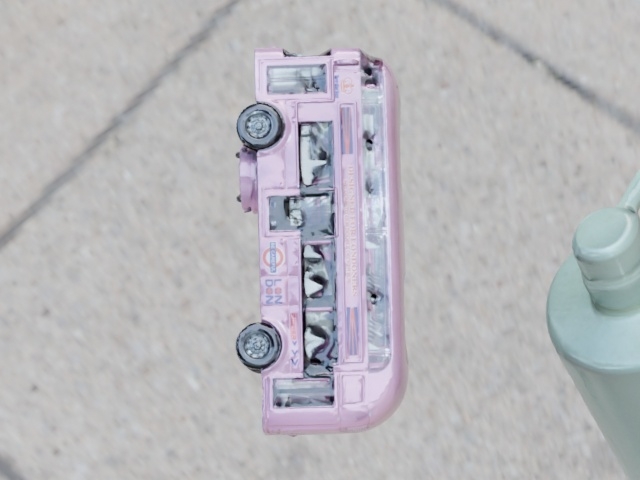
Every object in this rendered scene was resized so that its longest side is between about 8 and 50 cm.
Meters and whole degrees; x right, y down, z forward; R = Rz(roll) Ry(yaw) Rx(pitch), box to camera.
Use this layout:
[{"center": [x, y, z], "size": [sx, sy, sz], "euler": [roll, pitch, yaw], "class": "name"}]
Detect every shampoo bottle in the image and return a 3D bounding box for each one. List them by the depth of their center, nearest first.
[{"center": [0.170, 0.067, 0.953], "size": [0.085, 0.262, 0.085], "euler": [-13, 53, 17], "class": "shampoo bottle"}]

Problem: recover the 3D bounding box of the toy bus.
[{"center": [0.000, 0.000, 1.021], "size": [0.090, 0.063, 0.203], "euler": [-2, 84, 1], "class": "toy bus"}]
